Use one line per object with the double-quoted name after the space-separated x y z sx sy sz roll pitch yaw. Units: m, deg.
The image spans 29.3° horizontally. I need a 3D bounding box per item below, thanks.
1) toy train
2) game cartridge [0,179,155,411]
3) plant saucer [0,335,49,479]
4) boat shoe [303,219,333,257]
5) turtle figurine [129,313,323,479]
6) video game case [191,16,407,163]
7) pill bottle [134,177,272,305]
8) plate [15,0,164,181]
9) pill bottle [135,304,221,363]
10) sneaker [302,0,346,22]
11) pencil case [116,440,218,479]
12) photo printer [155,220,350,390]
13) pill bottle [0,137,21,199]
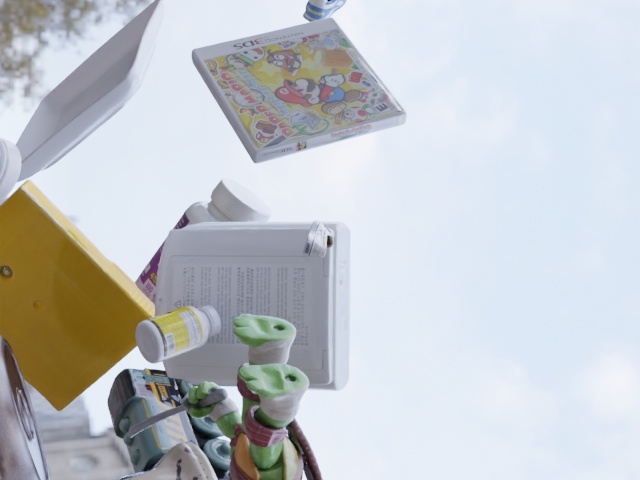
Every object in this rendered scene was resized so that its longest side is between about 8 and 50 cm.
-0.257 0.349 2.139 0.142 0.190 0.334 -68 -151 25 "toy train"
-0.462 0.098 2.053 0.285 0.052 0.323 -39 -79 27 "game cartridge"
-0.463 0.267 1.833 0.310 0.050 0.310 164 -90 -81 "plant saucer"
0.000 0.000 1.635 0.100 0.035 0.035 -73 -179 -74 "boat shoe"
-0.119 0.220 1.325 0.275 0.198 0.266 23 -60 14 "turtle figurine"
-0.031 -0.198 1.563 0.026 0.206 0.227 92 -25 -45 "video game case"
-0.234 0.029 2.472 0.301 0.169 0.169 -54 -136 12 "pill bottle"
-0.333 -0.211 1.773 0.277 0.045 0.278 -36 -156 23 "plate"
-0.205 0.132 1.777 0.065 0.116 0.065 22 -60 45 "pill bottle"
0.017 -0.440 2.171 0.059 0.053 0.144 105 10 -45 "sneaker"
-0.272 0.320 1.103 0.183 0.410 0.160 155 -84 -80 "pencil case"
-0.108 0.098 1.870 0.308 0.107 0.256 -1 -92 20 "photo printer"
-0.471 -0.112 1.520 0.112 0.187 0.112 -10 -109 33 "pill bottle"
